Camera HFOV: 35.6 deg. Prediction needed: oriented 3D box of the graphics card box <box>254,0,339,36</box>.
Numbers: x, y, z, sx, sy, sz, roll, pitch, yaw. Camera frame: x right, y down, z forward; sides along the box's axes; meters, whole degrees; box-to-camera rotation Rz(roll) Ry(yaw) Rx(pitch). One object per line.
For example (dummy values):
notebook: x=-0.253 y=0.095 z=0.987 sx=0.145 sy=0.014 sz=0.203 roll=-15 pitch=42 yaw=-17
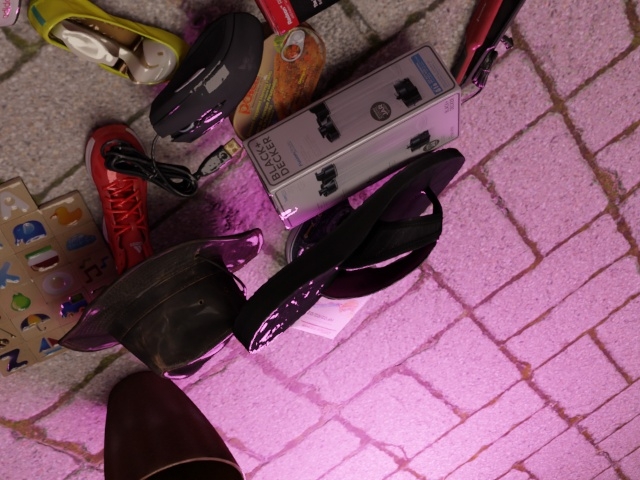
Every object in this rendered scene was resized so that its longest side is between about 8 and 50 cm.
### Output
graphics card box: x=0.054 y=-0.424 z=1.138 sx=0.371 sy=0.094 sz=0.232 roll=-30 pitch=139 yaw=1

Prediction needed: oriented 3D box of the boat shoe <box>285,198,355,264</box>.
boat shoe: x=0.000 y=0.000 z=1.534 sx=0.065 sy=0.083 sz=0.183 roll=-3 pitch=132 yaw=-28

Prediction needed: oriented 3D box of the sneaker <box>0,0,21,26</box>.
sneaker: x=-0.390 y=-0.330 z=0.959 sx=0.179 sy=0.124 sz=0.295 roll=-16 pitch=139 yaw=-30

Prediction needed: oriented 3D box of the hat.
hat: x=-0.194 y=0.118 z=1.402 sx=0.331 sy=0.134 sz=0.331 roll=-31 pitch=169 yaw=-7

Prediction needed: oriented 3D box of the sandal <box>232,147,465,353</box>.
sandal: x=0.067 y=0.028 z=1.421 sx=0.446 sy=0.107 sz=0.167 roll=-40 pitch=163 yaw=-25

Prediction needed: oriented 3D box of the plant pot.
plant pot: x=-0.260 y=0.329 z=1.598 sx=0.216 sy=0.230 sz=0.215 roll=-16 pitch=136 yaw=-16

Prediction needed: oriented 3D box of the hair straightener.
hair straightener: x=0.244 y=-0.269 z=1.437 sx=0.089 sy=0.047 sz=0.230 roll=-3 pitch=132 yaw=-27

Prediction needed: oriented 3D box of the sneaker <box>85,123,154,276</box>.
sneaker: x=-0.248 y=-0.038 z=1.317 sx=0.087 sy=0.128 sz=0.221 roll=-18 pitch=138 yaw=-14

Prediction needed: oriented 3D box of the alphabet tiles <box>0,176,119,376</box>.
alphabet tiles: x=-0.433 y=0.063 z=1.400 sx=0.285 sy=0.011 sz=0.342 roll=-23 pitch=139 yaw=-7

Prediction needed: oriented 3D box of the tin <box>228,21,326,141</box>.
tin: x=-0.061 y=-0.209 z=1.328 sx=0.106 sy=0.040 sz=0.189 roll=-3 pitch=133 yaw=-33

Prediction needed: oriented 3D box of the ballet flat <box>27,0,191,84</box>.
ballet flat: x=-0.237 y=-0.224 z=1.178 sx=0.231 sy=0.077 sz=0.077 roll=19 pitch=119 yaw=-41

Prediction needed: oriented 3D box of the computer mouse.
computer mouse: x=-0.134 y=-0.153 z=1.260 sx=0.262 sy=0.060 sz=0.184 roll=-47 pitch=147 yaw=9

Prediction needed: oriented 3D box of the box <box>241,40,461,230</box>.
box: x=0.048 y=-0.140 z=1.381 sx=0.290 sy=0.087 sz=0.169 roll=-29 pitch=161 yaw=-1

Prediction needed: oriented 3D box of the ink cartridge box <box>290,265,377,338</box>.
ink cartridge box: x=0.007 y=0.099 z=1.653 sx=0.104 sy=0.061 sz=0.181 roll=21 pitch=119 yaw=-42
